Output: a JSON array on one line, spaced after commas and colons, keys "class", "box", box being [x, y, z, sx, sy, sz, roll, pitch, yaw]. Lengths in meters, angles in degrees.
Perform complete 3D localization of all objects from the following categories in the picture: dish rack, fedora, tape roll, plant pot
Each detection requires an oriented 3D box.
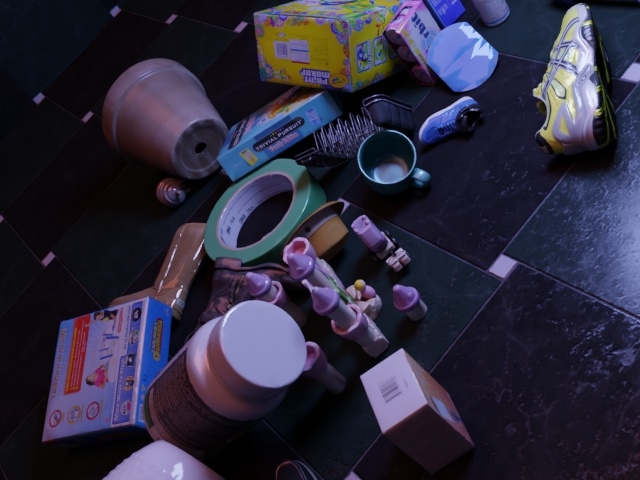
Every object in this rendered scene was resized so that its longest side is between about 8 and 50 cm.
[{"class": "dish rack", "box": [0.074, -0.243, 1.937, 0.272, 0.208, 0.074, -22, 79, 27]}, {"class": "fedora", "box": [0.000, 0.000, 1.836, 0.194, 0.194, 0.079, -45, 75, -2]}, {"class": "tape roll", "box": [-0.138, -0.054, 2.035, 0.321, 0.077, 0.321, -23, 42, 23]}, {"class": "plant pot", "box": [-0.408, -0.316, 2.343, 0.323, 0.323, 0.280, -49, 51, -6]}]

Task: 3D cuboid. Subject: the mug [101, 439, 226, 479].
[{"class": "mug", "box": [-0.342, 0.542, 1.531, 0.374, 0.276, 0.328, -1, 50, 57]}]

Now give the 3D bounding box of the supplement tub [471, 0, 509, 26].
[{"class": "supplement tub", "box": [0.409, -0.581, 2.016, 0.071, 0.107, 0.071, -24, 43, 24]}]

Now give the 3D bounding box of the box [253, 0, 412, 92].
[{"class": "box", "box": [0.038, -0.503, 2.078, 0.290, 0.176, 0.279, 15, 33, 36]}]

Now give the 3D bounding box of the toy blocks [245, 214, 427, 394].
[{"class": "toy blocks", "box": [0.014, 0.077, 1.638, 0.309, 0.260, 0.288, -41, 38, 3]}]

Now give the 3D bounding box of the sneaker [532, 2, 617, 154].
[{"class": "sneaker", "box": [0.504, -0.337, 1.687, 0.147, 0.145, 0.384, -14, 46, 31]}]

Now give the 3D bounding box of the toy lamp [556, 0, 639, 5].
[{"class": "toy lamp", "box": [0.618, -0.555, 1.841, 0.275, 0.080, 0.080, 26, 74, 47]}]

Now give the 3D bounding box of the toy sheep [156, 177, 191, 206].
[{"class": "toy sheep", "box": [-0.419, -0.138, 2.346, 0.091, 0.091, 0.132, -57, 22, -16]}]

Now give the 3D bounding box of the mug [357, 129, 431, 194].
[{"class": "mug", "box": [0.158, -0.157, 1.849, 0.130, 0.097, 0.157, -27, 70, -1]}]

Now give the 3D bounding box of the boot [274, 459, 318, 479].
[{"class": "boot", "box": [-0.066, 0.453, 1.430, 0.085, 0.178, 0.236, -34, 41, 12]}]

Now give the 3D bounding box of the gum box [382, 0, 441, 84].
[{"class": "gum box", "box": [0.237, -0.481, 2.008, 0.062, 0.188, 0.107, 13, 65, 48]}]

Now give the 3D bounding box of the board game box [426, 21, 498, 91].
[{"class": "board game box", "box": [0.337, -0.430, 1.972, 0.133, 0.033, 0.168, -44, 71, 11]}]

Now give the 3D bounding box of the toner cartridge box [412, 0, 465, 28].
[{"class": "toner cartridge box", "box": [0.220, -0.695, 2.091, 0.075, 0.348, 0.165, -46, 38, 0]}]

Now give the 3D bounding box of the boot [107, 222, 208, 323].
[{"class": "boot", "box": [-0.399, 0.084, 2.132, 0.236, 0.089, 0.269, 2, 57, 26]}]

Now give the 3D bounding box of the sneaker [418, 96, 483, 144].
[{"class": "sneaker", "box": [0.295, -0.259, 1.861, 0.152, 0.058, 0.084, -33, 31, 2]}]

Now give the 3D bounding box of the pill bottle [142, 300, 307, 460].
[{"class": "pill bottle", "box": [-0.185, 0.268, 1.575, 0.361, 0.204, 0.204, -46, 28, 46]}]

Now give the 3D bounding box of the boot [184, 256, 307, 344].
[{"class": "boot", "box": [-0.157, 0.163, 1.850, 0.263, 0.091, 0.228, 7, 75, 20]}]

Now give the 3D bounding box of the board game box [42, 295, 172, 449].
[{"class": "board game box", "box": [-0.501, 0.315, 1.955, 0.302, 0.086, 0.308, -16, 58, 30]}]

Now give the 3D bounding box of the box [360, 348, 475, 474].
[{"class": "box", "box": [0.162, 0.287, 1.391, 0.091, 0.170, 0.130, -37, 39, 11]}]

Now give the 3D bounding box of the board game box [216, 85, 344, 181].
[{"class": "board game box", "box": [-0.098, -0.312, 2.170, 0.336, 0.079, 0.253, -30, 21, 16]}]
